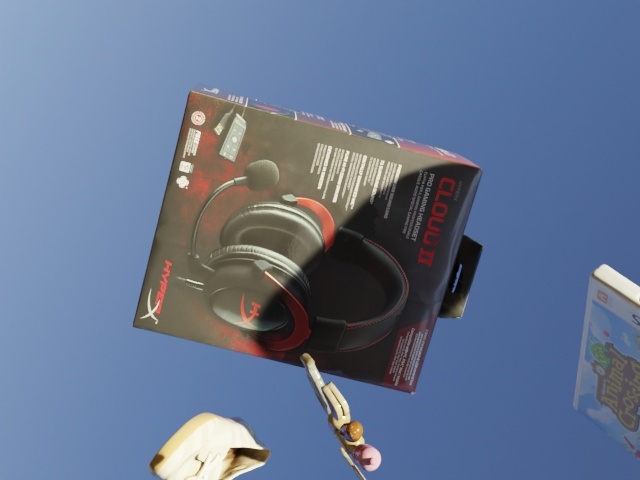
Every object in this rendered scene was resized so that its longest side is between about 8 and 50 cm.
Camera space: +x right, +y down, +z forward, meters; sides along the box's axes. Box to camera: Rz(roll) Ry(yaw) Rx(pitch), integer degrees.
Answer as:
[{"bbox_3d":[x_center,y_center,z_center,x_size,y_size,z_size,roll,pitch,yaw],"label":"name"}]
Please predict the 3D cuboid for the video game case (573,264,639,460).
[{"bbox_3d":[0.327,0.149,0.914,0.023,0.212,0.193,-31,-132,-22],"label":"video game case"}]

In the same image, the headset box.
[{"bbox_3d":[0.000,0.000,0.877,0.110,0.293,0.218,-106,-148,-77],"label":"headset box"}]

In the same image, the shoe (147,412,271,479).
[{"bbox_3d":[-0.114,0.233,1.054,0.058,0.219,0.076,36,-83,18],"label":"shoe"}]

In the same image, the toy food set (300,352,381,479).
[{"bbox_3d":[0.023,0.150,0.783,0.019,0.122,0.078,-29,-140,-12],"label":"toy food set"}]
